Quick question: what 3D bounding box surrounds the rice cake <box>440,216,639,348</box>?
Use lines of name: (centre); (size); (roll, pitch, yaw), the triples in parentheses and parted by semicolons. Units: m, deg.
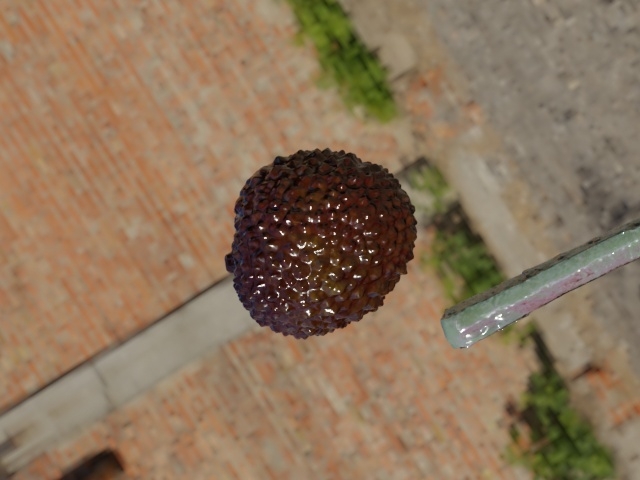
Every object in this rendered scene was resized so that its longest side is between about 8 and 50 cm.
rice cake: (0.191, 0.028, 1.295); (0.033, 0.207, 0.033); (61, -171, -15)

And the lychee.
lychee: (-0.001, -0.001, 1.060); (0.123, 0.129, 0.123); (26, -128, -40)
